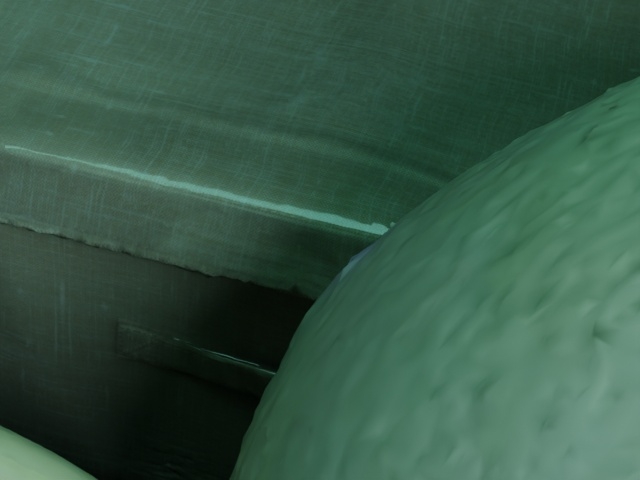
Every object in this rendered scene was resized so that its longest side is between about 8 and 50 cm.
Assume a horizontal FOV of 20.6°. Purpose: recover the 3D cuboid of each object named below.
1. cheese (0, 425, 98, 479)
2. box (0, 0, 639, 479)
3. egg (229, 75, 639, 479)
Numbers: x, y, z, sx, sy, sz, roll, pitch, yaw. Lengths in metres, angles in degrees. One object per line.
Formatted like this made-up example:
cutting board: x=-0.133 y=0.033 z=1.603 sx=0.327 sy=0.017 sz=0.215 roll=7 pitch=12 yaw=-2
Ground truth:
cheese: x=-0.146 y=0.153 z=0.422 sx=0.233 sy=0.127 sz=0.266 roll=21 pitch=48 yaw=10
box: x=0.000 y=0.000 z=0.579 sx=0.231 sy=0.149 sz=0.155 roll=13 pitch=44 yaw=7
egg: x=0.120 y=0.093 z=0.358 sx=0.337 sy=0.201 sz=0.337 roll=-1 pitch=83 yaw=9
